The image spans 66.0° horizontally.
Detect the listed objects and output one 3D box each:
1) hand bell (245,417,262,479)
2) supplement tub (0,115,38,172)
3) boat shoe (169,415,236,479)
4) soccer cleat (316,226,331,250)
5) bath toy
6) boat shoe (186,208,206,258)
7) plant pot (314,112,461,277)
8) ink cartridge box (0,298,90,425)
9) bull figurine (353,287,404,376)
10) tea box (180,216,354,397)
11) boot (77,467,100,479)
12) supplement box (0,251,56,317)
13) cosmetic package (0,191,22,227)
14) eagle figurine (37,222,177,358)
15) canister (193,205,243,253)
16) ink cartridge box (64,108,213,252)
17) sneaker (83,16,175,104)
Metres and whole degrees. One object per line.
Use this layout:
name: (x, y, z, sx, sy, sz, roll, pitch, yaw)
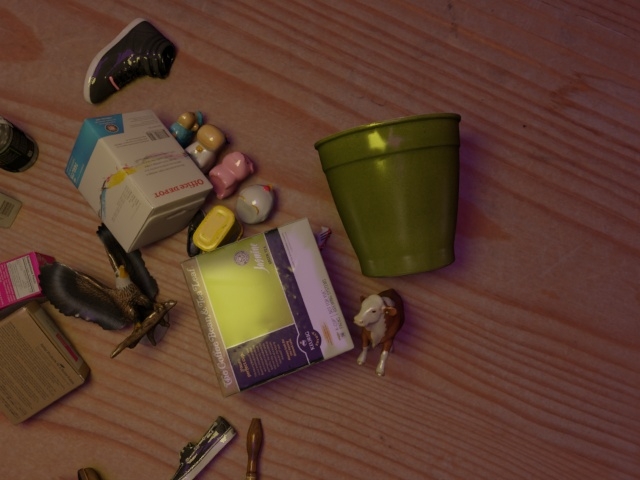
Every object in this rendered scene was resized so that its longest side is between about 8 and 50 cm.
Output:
hand bell: (-0.169, 0.569, 1.219, 0.126, 0.126, 0.242, 4, 68, -2)
supplement tub: (-0.833, -0.257, 1.273, 0.116, 0.190, 0.117, 1, 80, -3)
boat shoe: (-0.312, 0.534, 1.223, 0.070, 0.078, 0.219, 45, 73, 4)
soccer cleat: (0.000, 0.000, 1.353, 0.035, 0.029, 0.083, 24, 77, 10)
bath toy: (-0.249, -0.197, 1.330, 0.348, 0.151, 0.129, 44, 46, 5)
boat shoe: (-0.335, -0.021, 1.332, 0.049, 0.040, 0.142, 3, 80, -2)
plant pot: (0.193, -0.098, 1.242, 0.366, 0.366, 0.353, -10, 93, -4)
ink cartridge box: (-0.719, 0.294, 1.200, 0.193, 0.088, 0.235, -32, 104, -8)
bull figurine: (0.145, 0.206, 1.195, 0.101, 0.310, 0.189, 15, 98, 17)
tea box: (-0.128, 0.164, 1.220, 0.323, 0.220, 0.329, -19, 81, -7)
boot: (-0.477, 0.666, 1.195, 0.115, 0.112, 0.305, -32, 77, -38)
supplement box: (-0.790, 0.123, 1.250, 0.219, 0.111, 0.114, -20, 81, -7)
cosmetic package: (-0.927, -0.123, 1.284, 0.230, 0.117, 0.086, 23, 79, 2)
eagle figurine: (-0.502, 0.121, 1.223, 0.298, 0.226, 0.225, 32, 104, 20)
canister: (-0.261, -0.016, 1.269, 0.073, 0.170, 0.126, 34, 80, 3)
ink cartridge box: (-0.453, -0.152, 1.234, 0.270, 0.197, 0.198, 51, 38, 6)
sneaker: (-0.521, -0.477, 1.369, 0.146, 0.104, 0.296, 31, 76, 8)
